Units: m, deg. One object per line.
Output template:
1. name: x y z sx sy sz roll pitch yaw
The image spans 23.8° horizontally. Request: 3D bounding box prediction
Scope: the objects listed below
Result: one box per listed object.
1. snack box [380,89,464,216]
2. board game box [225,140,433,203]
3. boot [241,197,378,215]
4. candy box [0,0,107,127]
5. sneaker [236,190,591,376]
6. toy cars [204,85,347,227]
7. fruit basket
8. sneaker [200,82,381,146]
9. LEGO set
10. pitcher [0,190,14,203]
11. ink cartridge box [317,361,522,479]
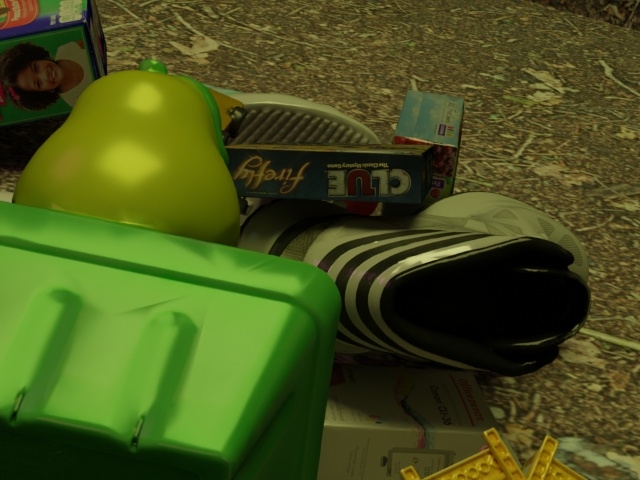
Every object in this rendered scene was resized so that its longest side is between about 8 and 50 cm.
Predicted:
1. snack box: 0.098 -0.031 1.554 0.070 0.207 0.174 11 23 4
2. board game box: 0.013 -0.062 1.327 0.165 0.042 0.243 2 5 7
3. boot: 0.000 0.000 1.611 0.244 0.088 0.176 -18 34 -34
4. candy box: -0.425 -0.221 1.832 0.317 0.122 0.268 -13 25 -3
5. sneaker: 0.157 0.058 1.329 0.257 0.169 0.447 16 11 43
6. toy cars: -0.094 -0.054 1.536 0.176 0.087 0.393 5 27 -37
7. fruit basket: -0.166 0.055 1.131 0.392 0.283 0.392 5 37 -3
8. sneaker: -0.105 -0.137 1.836 0.366 0.135 0.150 8 27 -3
9. LEGO set: 0.140 0.224 1.141 0.287 0.107 0.132 4 57 -24
10. pitcher: -0.335 0.032 1.377 0.207 0.125 0.177 4 41 16
11. ink cartridge box: 0.078 0.158 1.268 0.198 0.067 0.115 5 22 -11
